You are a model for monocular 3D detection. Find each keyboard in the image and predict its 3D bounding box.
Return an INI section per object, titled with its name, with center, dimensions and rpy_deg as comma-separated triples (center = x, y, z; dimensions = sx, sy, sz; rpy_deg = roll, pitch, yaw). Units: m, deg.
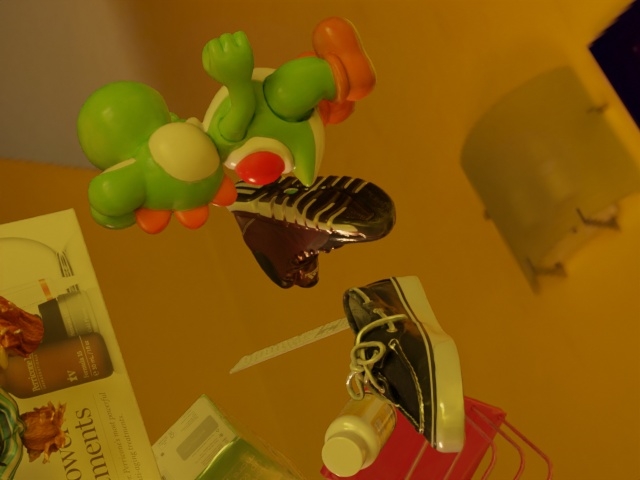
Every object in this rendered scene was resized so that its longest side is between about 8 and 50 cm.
[keyboard]
center = -0.038, 0.174, 1.897
dimensions = 0.256, 0.014, 0.072
rpy_deg = -23, 2, 20

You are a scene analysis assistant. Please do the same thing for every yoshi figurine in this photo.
[yoshi figurine]
center = -0.131, -0.154, 1.287
dimensions = 0.362, 0.203, 0.204
rpy_deg = -30, -53, -22

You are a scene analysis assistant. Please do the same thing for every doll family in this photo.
[doll family]
center = -0.297, 0.133, 0.924
dimensions = 0.118, 0.263, 0.163
rpy_deg = -25, -22, 39

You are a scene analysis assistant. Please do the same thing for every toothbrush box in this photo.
[toothbrush box]
center = -0.154, 0.404, 1.747
dimensions = 0.206, 0.122, 0.283
rpy_deg = -45, -43, -4

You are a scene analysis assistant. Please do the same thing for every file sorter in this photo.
[file sorter]
center = 0.194, 0.361, 1.760
dimensions = 0.290, 0.182, 0.202
rpy_deg = 23, -82, -33

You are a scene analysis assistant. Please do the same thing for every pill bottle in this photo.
[pill bottle]
center = 0.042, 0.221, 1.256
dimensions = 0.065, 0.065, 0.116
rpy_deg = -37, 0, 24

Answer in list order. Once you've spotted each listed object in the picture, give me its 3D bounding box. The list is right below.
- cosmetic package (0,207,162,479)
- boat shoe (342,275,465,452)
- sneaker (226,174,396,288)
[cosmetic package]
center = -0.326, 0.173, 1.066
dimensions = 0.284, 0.377, 0.097
rpy_deg = -15, -26, -18
[boat shoe]
center = 0.080, 0.125, 1.182
dimensions = 0.105, 0.306, 0.113
rpy_deg = -3, -61, -7
[sneaker]
center = 0.000, 0.000, 1.511
dimensions = 0.106, 0.281, 0.163
rpy_deg = -39, -54, -36
